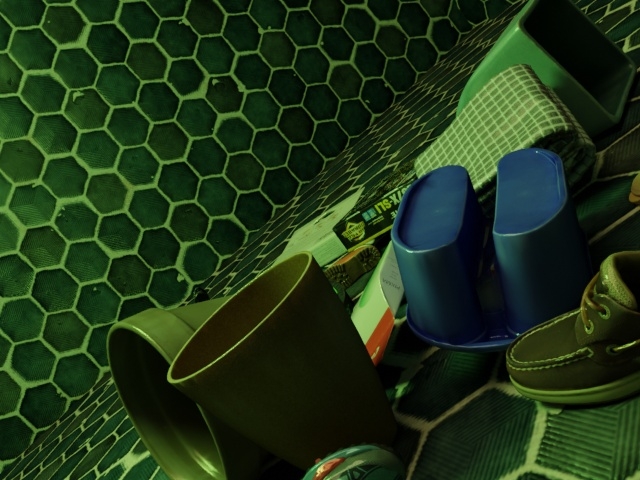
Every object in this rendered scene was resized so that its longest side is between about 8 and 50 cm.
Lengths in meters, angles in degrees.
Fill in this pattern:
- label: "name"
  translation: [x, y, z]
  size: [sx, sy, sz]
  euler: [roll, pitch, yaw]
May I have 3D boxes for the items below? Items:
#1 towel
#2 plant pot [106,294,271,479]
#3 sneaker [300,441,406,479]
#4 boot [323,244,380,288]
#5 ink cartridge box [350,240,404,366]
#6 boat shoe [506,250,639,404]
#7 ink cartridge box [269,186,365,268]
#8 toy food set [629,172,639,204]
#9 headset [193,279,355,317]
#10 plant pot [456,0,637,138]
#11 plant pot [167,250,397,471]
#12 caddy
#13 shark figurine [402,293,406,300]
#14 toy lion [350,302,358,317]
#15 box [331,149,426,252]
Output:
- label: "towel"
  translation: [0.282, -0.132, 1.206]
  size: [0.283, 0.121, 0.235]
  euler: [-44, 32, 23]
- label: "plant pot"
  translation: [-0.136, 0.218, 1.177]
  size: [0.280, 0.323, 0.323]
  euler: [-27, 2, -34]
- label: "sneaker"
  translation: [0.005, 0.333, 0.768]
  size: [0.262, 0.104, 0.125]
  euler: [-45, 29, -2]
- label: "boot"
  translation: [0.063, 0.061, 1.632]
  size: [0.158, 0.059, 0.084]
  euler: [-31, 10, 6]
- label: "ink cartridge box"
  translation: [0.071, 0.135, 1.114]
  size: [0.225, 0.056, 0.181]
  euler: [-60, -4, -46]
- label: "boat shoe"
  translation: [0.304, 0.059, 0.689]
  size: [0.342, 0.123, 0.123]
  euler: [-28, 17, 47]
- label: "ink cartridge box"
  translation: [0.000, 0.000, 2.017]
  size: [0.296, 0.066, 0.261]
  euler: [-32, 14, 35]
- label: "toy food set"
  translation: [0.458, -0.084, 0.984]
  size: [0.083, 0.020, 0.082]
  euler: [-48, 14, -33]
- label: "headset"
  translation: [-0.110, 0.158, 1.491]
  size: [0.394, 0.185, 0.243]
  euler: [-8, 32, 49]
- label: "plant pot"
  translation: [0.406, -0.290, 1.402]
  size: [0.252, 0.247, 0.248]
  euler: [-42, 8, 45]
- label: "plant pot"
  translation: [-0.023, 0.184, 0.941]
  size: [0.237, 0.254, 0.237]
  euler: [-39, 11, 9]
- label: "caddy"
  translation: [0.229, 0.017, 0.972]
  size: [0.241, 0.179, 0.341]
  euler: [-12, 23, 21]
- label: "shark figurine"
  translation: [0.192, 0.038, 1.210]
  size: [0.278, 0.116, 0.166]
  euler: [154, 130, -76]
- label: "toy lion"
  translation: [0.063, 0.162, 1.320]
  size: [0.096, 0.034, 0.100]
  euler: [-49, 12, -3]
- label: "box"
  translation: [0.198, -0.119, 1.728]
  size: [0.257, 0.079, 0.322]
  euler: [-29, 10, 37]
